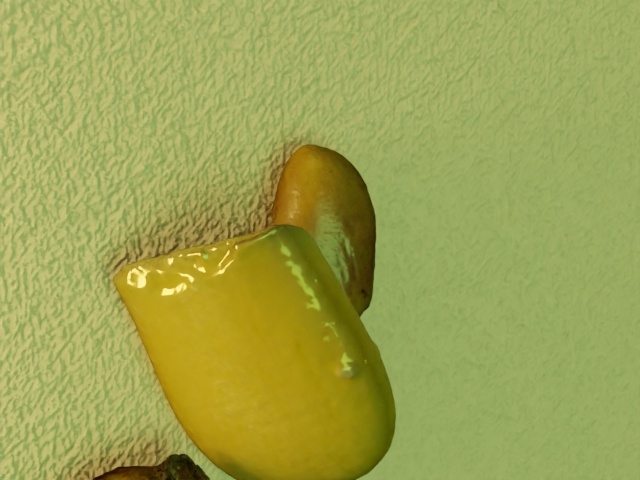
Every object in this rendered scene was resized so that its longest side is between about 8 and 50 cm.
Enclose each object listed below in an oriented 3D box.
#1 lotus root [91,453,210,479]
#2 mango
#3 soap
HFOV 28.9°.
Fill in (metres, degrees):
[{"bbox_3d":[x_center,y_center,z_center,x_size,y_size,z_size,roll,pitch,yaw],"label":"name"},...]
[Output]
[{"bbox_3d":[-0.298,0.442,1.617,0.397,0.179,0.196,-47,123,-6],"label":"lotus root"},{"bbox_3d":[0.000,0.000,1.703,0.167,0.130,0.261,2,97,-24],"label":"mango"},{"bbox_3d":[-0.072,0.166,1.648,0.306,0.115,0.427,-15,117,14],"label":"soap"}]
